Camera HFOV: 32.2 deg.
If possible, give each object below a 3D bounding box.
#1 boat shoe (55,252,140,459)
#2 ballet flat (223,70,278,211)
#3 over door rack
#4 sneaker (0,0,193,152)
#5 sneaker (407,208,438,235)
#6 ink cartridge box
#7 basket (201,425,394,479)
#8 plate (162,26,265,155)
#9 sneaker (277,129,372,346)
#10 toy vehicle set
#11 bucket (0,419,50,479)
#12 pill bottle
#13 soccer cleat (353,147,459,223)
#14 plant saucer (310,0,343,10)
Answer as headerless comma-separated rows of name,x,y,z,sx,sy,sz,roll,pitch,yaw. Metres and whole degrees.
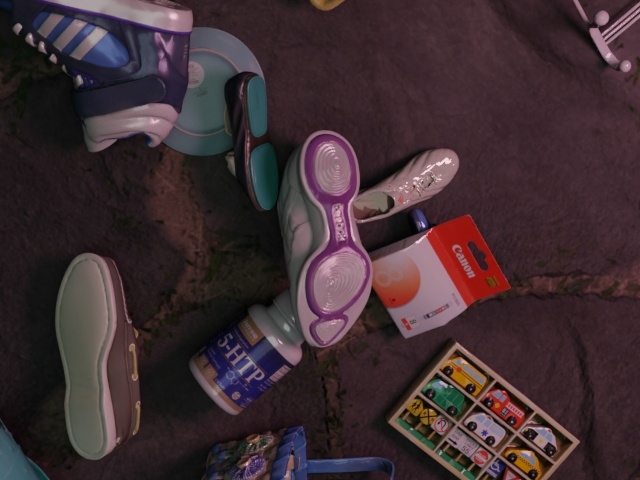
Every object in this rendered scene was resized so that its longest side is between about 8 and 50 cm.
boat shoe,-0.320,0.164,1.634,0.109,0.091,0.305,5,100,30
ballet flat,-0.105,-0.142,1.596,0.074,0.074,0.203,-7,106,-5
over door rack,0.439,-0.428,1.569,0.239,0.108,0.324,-41,117,1
sneaker,-0.344,-0.241,1.539,0.322,0.130,0.236,14,108,0
sneaker,0.183,0.003,1.680,0.059,0.053,0.144,-35,111,2
ink cartridge box,0.171,0.057,1.648,0.179,0.045,0.145,-21,114,26
basket,-0.036,0.393,1.625,0.288,0.255,0.201,2,107,3
plate,-0.173,-0.216,1.614,0.188,0.024,0.188,-1,101,-6
sneaker,0.000,0.000,1.602,0.114,0.152,0.305,2,87,-22
toy vehicle set,0.255,0.297,1.749,0.267,0.035,0.166,38,94,-11
bucket,-0.509,0.405,1.573,0.281,0.281,0.183,-34,108,1
pill bottle,-0.093,0.160,1.647,0.186,0.112,0.112,-41,102,2
soccer cleat,0.122,-0.075,1.645,0.196,0.076,0.068,-27,102,-1
plant saucer,0.043,-0.540,1.505,0.332,0.081,0.333,-30,103,25
